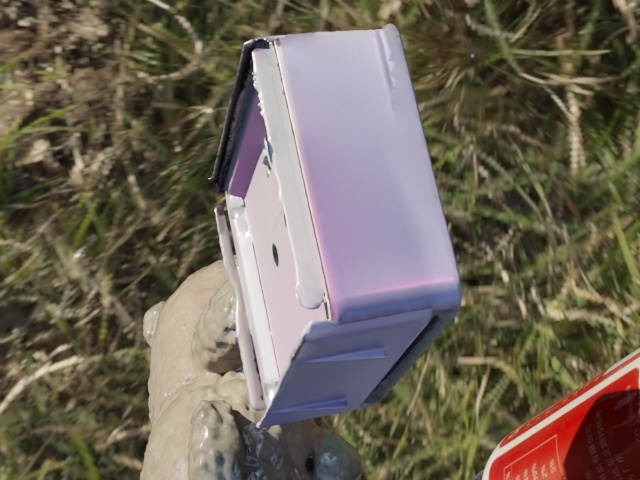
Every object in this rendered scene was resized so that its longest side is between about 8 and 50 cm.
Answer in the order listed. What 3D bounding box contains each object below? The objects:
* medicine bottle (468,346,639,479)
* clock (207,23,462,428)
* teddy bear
[{"bbox_3d":[0.195,0.157,0.935,0.131,0.131,0.250,44,136,-1],"label":"medicine bottle"},{"bbox_3d":[0.000,0.001,0.691,0.073,0.193,0.145,-8,73,-13],"label":"clock"},{"bbox_3d":[-0.052,0.126,0.997,0.151,0.267,0.236,-9,124,-3],"label":"teddy bear"}]
